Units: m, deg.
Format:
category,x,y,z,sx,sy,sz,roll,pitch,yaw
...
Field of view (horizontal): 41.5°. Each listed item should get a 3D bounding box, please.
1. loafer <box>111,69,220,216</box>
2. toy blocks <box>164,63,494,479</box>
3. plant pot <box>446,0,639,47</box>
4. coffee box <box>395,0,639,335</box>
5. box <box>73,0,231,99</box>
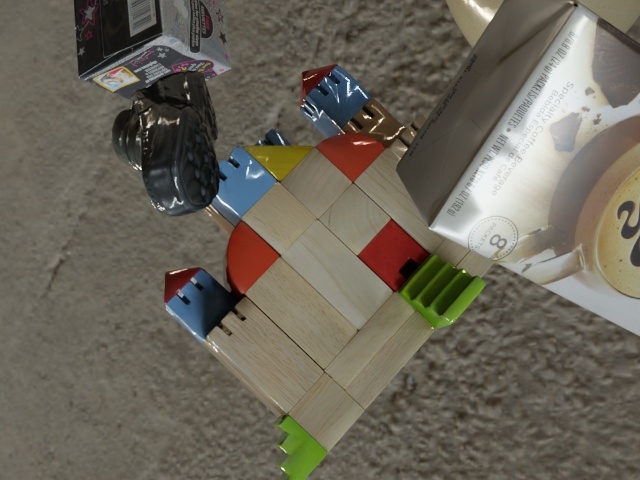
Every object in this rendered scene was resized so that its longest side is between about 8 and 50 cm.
category,x,y,z,sx,sy,sz,roll,pitch,yaw
loafer,-0.123,-0.075,0.658,0.223,0.078,0.076,-105,-1,-63
toy blocks,0.000,0.000,0.794,0.261,0.381,0.191,43,165,1
plant pot,0.272,-0.307,1.026,0.284,0.284,0.190,40,145,42
coffee box,0.230,-0.035,0.610,0.168,0.297,0.119,-58,19,19
box,-0.230,-0.336,1.154,0.163,0.142,0.247,-18,72,30
